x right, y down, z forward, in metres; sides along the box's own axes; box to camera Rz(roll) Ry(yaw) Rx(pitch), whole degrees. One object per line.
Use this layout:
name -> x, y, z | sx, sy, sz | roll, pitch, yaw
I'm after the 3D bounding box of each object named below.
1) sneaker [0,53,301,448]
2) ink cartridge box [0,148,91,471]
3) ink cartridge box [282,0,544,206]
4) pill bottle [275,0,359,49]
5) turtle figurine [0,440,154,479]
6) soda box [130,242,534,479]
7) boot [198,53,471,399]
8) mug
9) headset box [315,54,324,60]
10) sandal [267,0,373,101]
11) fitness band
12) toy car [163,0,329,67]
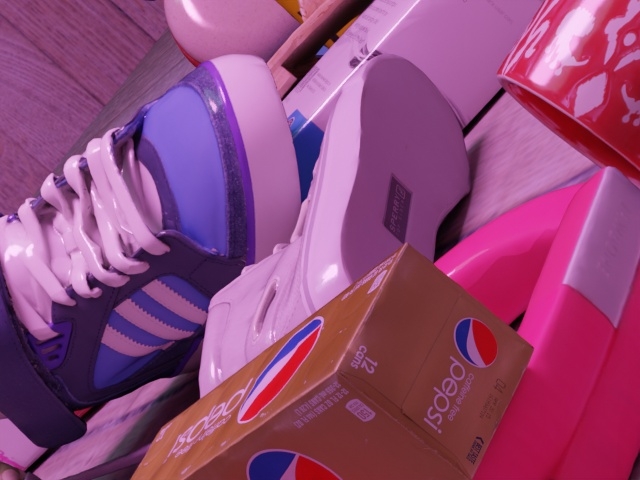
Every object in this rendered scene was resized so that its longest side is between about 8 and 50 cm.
sneaker -> -0.159, 0.015, 1.177 | 0.236, 0.130, 0.323 | -10, -24, -22
ink cartridge box -> -0.260, 0.097, 1.629 | 0.306, 0.131, 0.226 | -41, 14, 27
ink cartridge box -> 0.046, -0.097, 1.238 | 0.191, 0.082, 0.139 | -46, 11, 3
pill bottle -> 0.012, -0.208, 1.407 | 0.119, 0.208, 0.119 | -46, 11, 12
turtle figurine -> -0.258, 0.231, 1.257 | 0.266, 0.274, 0.198 | 112, 167, -59
soda box -> -0.008, 0.073, 0.690 | 0.181, 0.058, 0.061 | -40, 15, 50
boot -> 0.000, 0.000, 1.053 | 0.123, 0.095, 0.258 | -35, 18, 28
mug -> 0.167, -0.099, 0.816 | 0.169, 0.150, 0.113 | -53, 48, 0
headset box -> -0.003, -0.096, 1.429 | 0.062, 0.032, 0.083 | -101, 10, -75
sandal -> 0.001, -0.177, 1.312 | 0.240, 0.079, 0.088 | -51, -11, 17
fitness band -> 0.045, 0.081, 0.754 | 0.209, 0.054, 0.291 | -42, 12, 43
toy car -> -0.024, -0.201, 1.687 | 0.210, 0.219, 0.238 | -51, -17, -8
